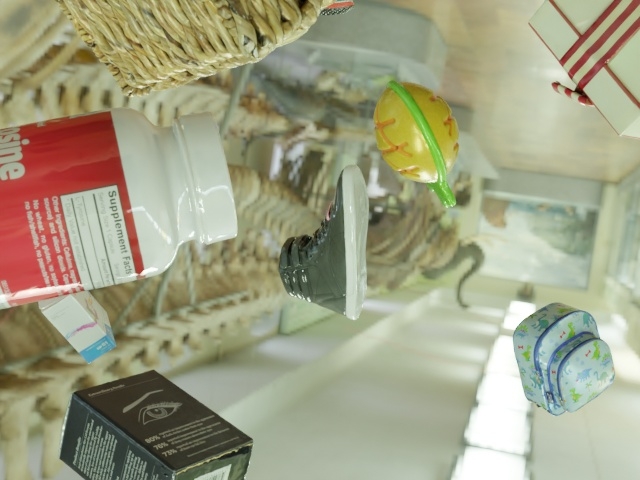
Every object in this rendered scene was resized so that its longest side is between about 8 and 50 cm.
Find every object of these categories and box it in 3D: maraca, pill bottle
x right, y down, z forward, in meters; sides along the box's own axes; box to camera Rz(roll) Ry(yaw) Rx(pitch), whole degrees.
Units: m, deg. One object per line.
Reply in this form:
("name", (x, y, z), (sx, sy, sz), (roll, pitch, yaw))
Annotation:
("maraca", (0.124, -0.118, 1.286), (0.099, 0.185, 0.127), (-28, -139, -1))
("pill bottle", (-0.325, -0.046, 1.345), (0.408, 0.228, 0.229), (-12, -174, -11))

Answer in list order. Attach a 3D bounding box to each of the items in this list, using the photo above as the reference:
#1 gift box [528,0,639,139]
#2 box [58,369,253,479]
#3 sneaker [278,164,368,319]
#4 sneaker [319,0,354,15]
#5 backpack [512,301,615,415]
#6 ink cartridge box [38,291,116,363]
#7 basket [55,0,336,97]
("gift box", (0.456, -0.285, 1.398), (0.255, 0.258, 0.276), (7, -137, -40))
("box", (-0.220, 0.277, 1.380), (0.207, 0.108, 0.153), (29, -157, 32))
("sneaker", (0.000, 0.000, 1.720), (0.147, 0.295, 0.104), (10, -143, 13))
("sneaker", (-0.035, -0.342, 1.389), (0.161, 0.075, 0.057), (-3, -177, -11))
("backpack", (0.285, 0.135, 1.209), (0.105, 0.114, 0.084), (-30, -157, -20))
("ink cartridge box", (-0.354, 0.103, 1.495), (0.122, 0.052, 0.088), (57, 180, -38))
("basket", (-0.114, -0.291, 0.792), (0.223, 0.213, 0.299), (-2, 129, 56))
